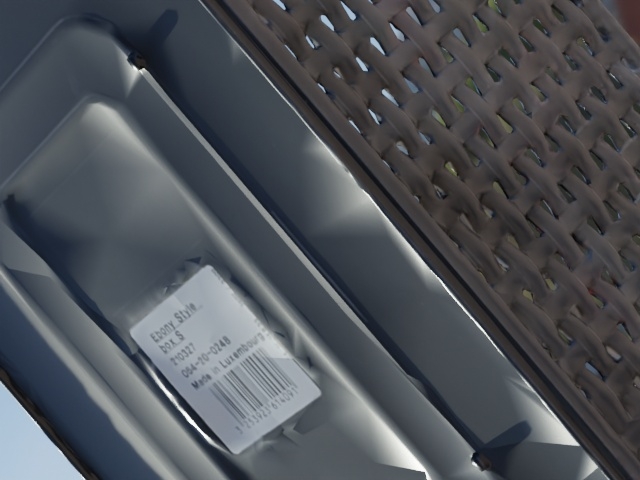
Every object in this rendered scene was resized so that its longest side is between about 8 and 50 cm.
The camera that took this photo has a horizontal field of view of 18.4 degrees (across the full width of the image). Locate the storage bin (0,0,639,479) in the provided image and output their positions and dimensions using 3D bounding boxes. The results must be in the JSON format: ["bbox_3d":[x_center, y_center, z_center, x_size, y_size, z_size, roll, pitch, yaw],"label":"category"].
[{"bbox_3d":[0.000,0.000,0.397,0.122,0.180,0.084,-39,2,46],"label":"storage bin"}]
